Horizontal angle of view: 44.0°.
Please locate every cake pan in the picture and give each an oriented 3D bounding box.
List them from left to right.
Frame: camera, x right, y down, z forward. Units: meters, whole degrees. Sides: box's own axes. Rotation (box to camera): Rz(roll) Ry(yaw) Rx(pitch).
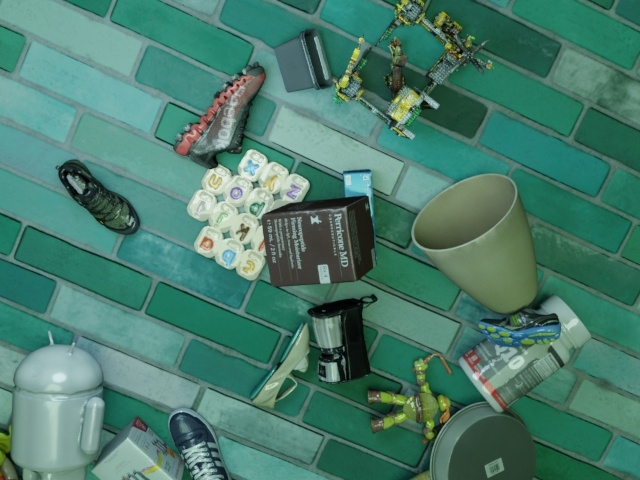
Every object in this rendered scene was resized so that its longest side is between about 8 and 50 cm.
[{"bbox_3d":[0.409,0.545,1.943,0.293,0.054,0.293,-2,95,-21],"label":"cake pan"}]

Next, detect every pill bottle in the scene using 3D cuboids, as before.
[{"bbox_3d":[0.485,0.264,1.886,0.283,0.161,0.161,-39,99,4],"label":"pill bottle"}]

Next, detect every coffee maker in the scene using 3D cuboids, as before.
[{"bbox_3d":[0.066,0.238,1.885,0.171,0.120,0.178,-9,101,-2],"label":"coffee maker"}]

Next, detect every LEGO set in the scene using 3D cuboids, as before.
[{"bbox_3d":[0.192,-0.378,1.743,0.331,0.192,0.255,-43,99,5],"label":"LEGO set"}]

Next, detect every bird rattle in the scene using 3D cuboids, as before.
[{"bbox_3d":[-0.772,0.575,1.877,0.143,0.207,0.254,-17,91,19],"label":"bird rattle"}]

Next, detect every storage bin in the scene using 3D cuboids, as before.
[{"bbox_3d":[-0.040,-0.399,1.788,0.091,0.098,0.135,-10,102,27],"label":"storage bin"}]

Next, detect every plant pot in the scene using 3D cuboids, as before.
[{"bbox_3d":[0.386,0.033,1.816,0.256,0.256,0.274,-34,117,4],"label":"plant pot"}]

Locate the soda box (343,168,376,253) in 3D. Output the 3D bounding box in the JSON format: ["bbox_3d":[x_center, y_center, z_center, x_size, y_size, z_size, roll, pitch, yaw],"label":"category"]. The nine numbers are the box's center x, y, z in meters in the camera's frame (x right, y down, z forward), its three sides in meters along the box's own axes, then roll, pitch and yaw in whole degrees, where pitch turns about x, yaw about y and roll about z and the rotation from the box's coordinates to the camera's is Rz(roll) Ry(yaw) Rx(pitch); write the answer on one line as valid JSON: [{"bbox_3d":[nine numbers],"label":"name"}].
[{"bbox_3d":[0.091,-0.058,1.857,0.067,0.071,0.210,-3,100,0],"label":"soda box"}]

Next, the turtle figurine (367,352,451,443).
[{"bbox_3d":[0.229,0.420,1.940,0.217,0.087,0.270,-8,100,-1],"label":"turtle figurine"}]

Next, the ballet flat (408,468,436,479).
[{"bbox_3d":[0.185,0.703,1.986,0.123,0.123,0.349,23,96,-6],"label":"ballet flat"}]

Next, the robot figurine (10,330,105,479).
[{"bbox_3d":[-0.610,0.395,1.838,0.299,0.199,0.354,9,98,32],"label":"robot figurine"}]

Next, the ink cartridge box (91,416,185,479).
[{"bbox_3d":[-0.434,0.547,1.914,0.127,0.128,0.176,-42,100,5],"label":"ink cartridge box"}]

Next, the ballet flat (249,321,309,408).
[{"bbox_3d":[-0.077,0.308,1.912,0.086,0.086,0.248,33,106,-8],"label":"ballet flat"}]

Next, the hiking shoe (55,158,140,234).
[{"bbox_3d":[-0.512,-0.088,1.804,0.227,0.114,0.086,41,97,-9],"label":"hiking shoe"}]

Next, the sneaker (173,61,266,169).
[{"bbox_3d":[-0.203,-0.273,1.793,0.135,0.097,0.276,42,98,-8],"label":"sneaker"}]

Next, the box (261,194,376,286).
[{"bbox_3d":[0.000,0.000,1.764,0.203,0.167,0.169,-5,99,22],"label":"box"}]

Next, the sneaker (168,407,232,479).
[{"bbox_3d":[-0.287,0.546,1.907,0.099,0.153,0.282,-24,100,1],"label":"sneaker"}]

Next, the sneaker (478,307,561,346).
[{"bbox_3d":[0.454,0.196,1.808,0.188,0.078,0.067,-5,131,28],"label":"sneaker"}]

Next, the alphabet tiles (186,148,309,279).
[{"bbox_3d":[-0.162,-0.059,1.871,0.284,0.021,0.278,29,96,-7],"label":"alphabet tiles"}]
